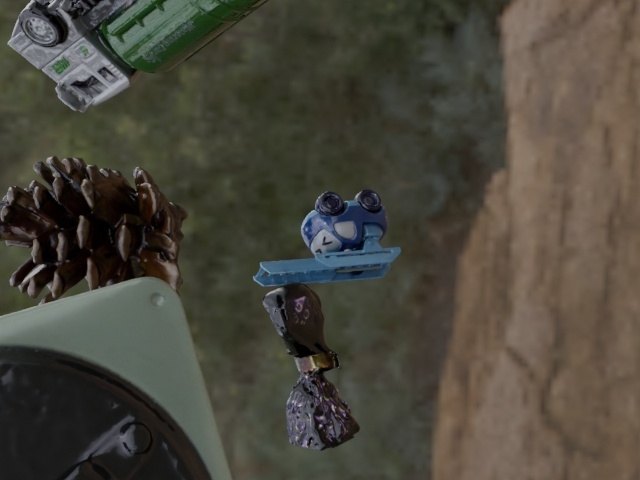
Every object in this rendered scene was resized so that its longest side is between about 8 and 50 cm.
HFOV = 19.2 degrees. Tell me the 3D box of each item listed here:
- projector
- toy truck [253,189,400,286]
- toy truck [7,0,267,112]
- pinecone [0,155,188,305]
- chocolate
[{"bbox_3d":[-0.165,0.173,0.994,0.079,0.257,0.259,158,96,-74],"label":"projector"},{"bbox_3d":[0.000,0.000,1.715,0.063,0.136,0.074,117,143,-55],"label":"toy truck"},{"bbox_3d":[-0.130,-0.194,1.455,0.242,0.125,0.101,-28,29,45],"label":"toy truck"},{"bbox_3d":[-0.213,0.001,1.778,0.179,0.195,0.150,126,164,-73],"label":"pinecone"},{"bbox_3d":[-0.007,0.099,1.559,0.072,0.070,0.147,-89,-6,-62],"label":"chocolate"}]
